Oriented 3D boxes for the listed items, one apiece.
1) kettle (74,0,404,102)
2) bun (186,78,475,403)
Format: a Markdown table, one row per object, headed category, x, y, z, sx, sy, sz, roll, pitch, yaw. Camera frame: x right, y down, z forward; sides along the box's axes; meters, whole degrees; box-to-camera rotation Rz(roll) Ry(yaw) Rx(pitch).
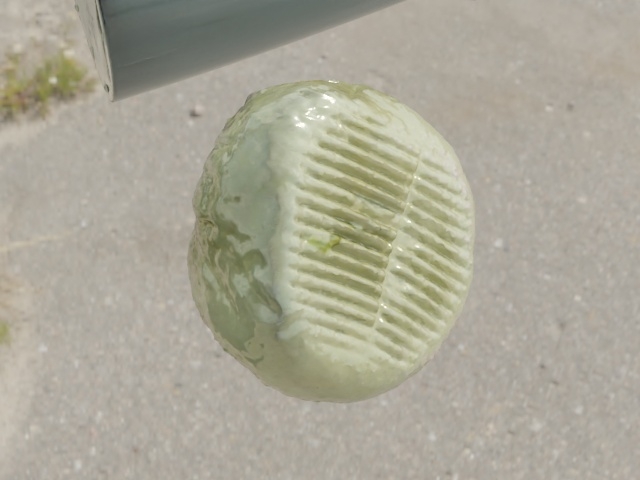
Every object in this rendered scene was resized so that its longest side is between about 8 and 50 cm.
| category | x | y | z | sx | sy | sz | roll | pitch | yaw |
| --- | --- | --- | --- | --- | --- | --- | --- | --- | --- |
| kettle | -0.022 | -0.206 | 0.636 | 0.243 | 0.211 | 0.160 | -17 | 16 | -12 |
| bun | 0.000 | 0.000 | 0.433 | 0.115 | 0.115 | 0.069 | -28 | 14 | -34 |
